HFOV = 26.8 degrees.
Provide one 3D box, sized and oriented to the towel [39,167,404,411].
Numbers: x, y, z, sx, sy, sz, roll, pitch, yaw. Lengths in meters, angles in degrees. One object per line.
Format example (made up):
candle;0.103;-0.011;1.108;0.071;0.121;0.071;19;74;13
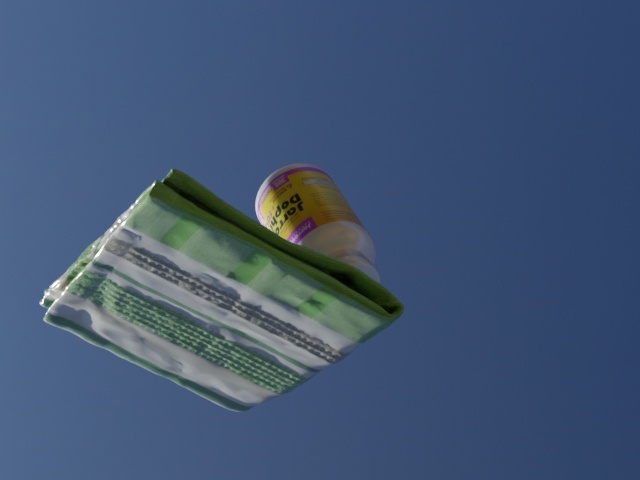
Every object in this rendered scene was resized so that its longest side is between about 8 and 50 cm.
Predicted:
towel;-0.046;0.025;0.563;0.113;0.152;0.023;28;-121;-16

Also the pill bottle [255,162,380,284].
pill bottle;0.000;0.000;0.657;0.043;0.043;0.083;-30;-139;-1
